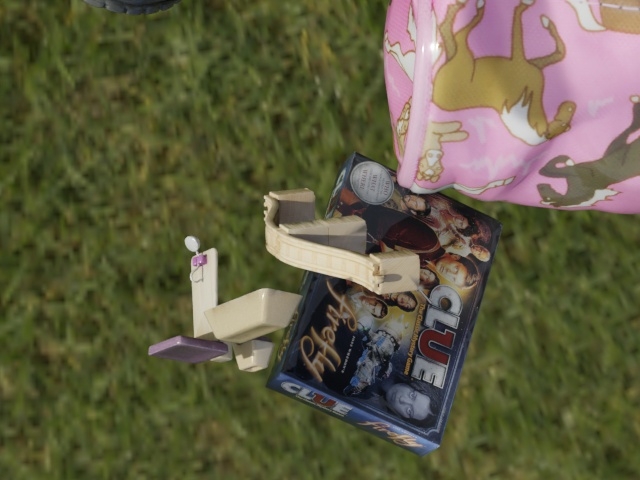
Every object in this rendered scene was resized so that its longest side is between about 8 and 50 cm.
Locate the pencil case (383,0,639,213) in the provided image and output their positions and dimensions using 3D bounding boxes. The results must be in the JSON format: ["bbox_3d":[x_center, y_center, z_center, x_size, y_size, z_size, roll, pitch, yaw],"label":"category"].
[{"bbox_3d":[0.215,-0.081,0.882,0.386,0.160,0.167,5,117,3],"label":"pencil case"}]

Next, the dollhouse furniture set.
[{"bbox_3d":[-0.043,0.030,1.282,0.091,0.081,0.114,13,157,-38],"label":"dollhouse furniture set"}]

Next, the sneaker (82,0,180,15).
[{"bbox_3d":[-0.228,-0.290,1.835,0.286,0.109,0.130,9,109,-40],"label":"sneaker"}]

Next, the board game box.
[{"bbox_3d":[0.063,0.057,1.836,0.165,0.243,0.042,25,151,-13],"label":"board game box"}]

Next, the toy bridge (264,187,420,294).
[{"bbox_3d":[0.000,0.000,1.327,0.063,0.188,0.026,-6,108,-23],"label":"toy bridge"}]
